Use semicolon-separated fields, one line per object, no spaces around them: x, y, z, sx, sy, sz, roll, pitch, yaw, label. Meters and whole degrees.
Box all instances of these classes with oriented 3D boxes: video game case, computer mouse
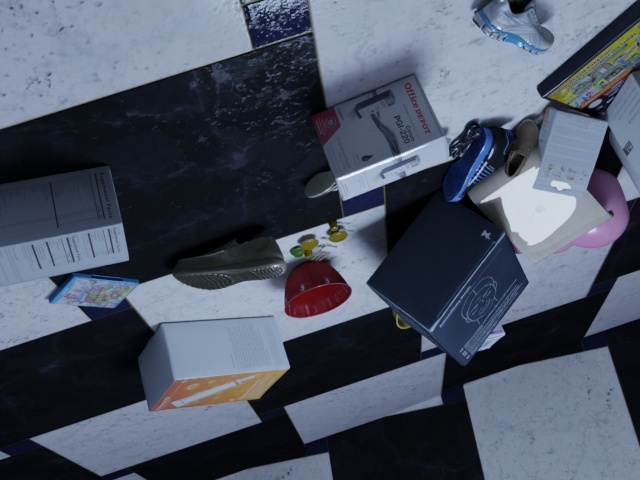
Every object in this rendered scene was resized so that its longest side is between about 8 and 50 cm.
0.624;-0.366;1.664;0.248;0.035;0.275;7;144;-41;video game case
0.242;-0.203;1.713;0.193;0.042;0.106;-13;158;-25;computer mouse
-0.516;0.116;1.836;0.166;0.015;0.119;10;141;-44;video game case

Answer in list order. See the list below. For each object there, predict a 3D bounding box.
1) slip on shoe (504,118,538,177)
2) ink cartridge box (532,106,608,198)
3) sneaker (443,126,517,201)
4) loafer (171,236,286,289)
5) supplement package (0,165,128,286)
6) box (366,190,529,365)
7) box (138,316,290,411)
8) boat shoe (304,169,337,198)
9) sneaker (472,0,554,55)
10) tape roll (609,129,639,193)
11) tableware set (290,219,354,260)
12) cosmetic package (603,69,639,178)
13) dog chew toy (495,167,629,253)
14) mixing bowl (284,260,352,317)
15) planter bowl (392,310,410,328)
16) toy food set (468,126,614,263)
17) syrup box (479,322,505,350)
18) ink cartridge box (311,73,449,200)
0.442;-0.201;1.780;0.041;0.051;0.135;-38;152;-61;slip on shoe
0.543;-0.193;1.777;0.145;0.045;0.179;8;108;-22;ink cartridge box
0.357;-0.166;1.810;0.090;0.081;0.232;0;147;-20;sneaker
-0.207;0.049;1.837;0.269;0.092;0.102;-6;153;9;loafer
-0.485;-0.025;1.455;0.244;0.139;0.134;-11;151;-14;supplement package
0.333;0.108;2.040;0.293;0.212;0.395;-52;151;-3;box
-0.297;0.339;2.227;0.345;0.168;0.215;0;148;-33;box
0.028;-0.129;1.704;0.137;0.049;0.043;-34;152;17;boat shoe
0.361;-0.386;1.418;0.191;0.071;0.083;4;139;-39;sneaker
0.838;-0.229;1.912;0.246;0.169;0.246;-16;153;-8;tape roll
0.000;0.000;1.954;0.104;0.024;0.154;9;143;-38;tableware set
0.730;-0.253;1.702;0.151;0.183;0.151;-13;153;-13;cosmetic package
0.607;-0.058;2.062;0.332;0.206;0.206;-18;154;14;dog chew toy
-0.020;0.115;2.068;0.181;0.098;0.181;-16;154;-8;mixing bowl
0.253;0.134;2.254;0.217;0.090;0.217;-35;145;-30;planter bowl
0.517;-0.100;1.906;0.220;0.092;0.306;-36;115;29;toy food set
0.442;0.202;2.380;0.096;0.237;0.093;-5;151;-26;syrup box
0.112;-0.193;1.511;0.218;0.158;0.092;-21;153;2;ink cartridge box
